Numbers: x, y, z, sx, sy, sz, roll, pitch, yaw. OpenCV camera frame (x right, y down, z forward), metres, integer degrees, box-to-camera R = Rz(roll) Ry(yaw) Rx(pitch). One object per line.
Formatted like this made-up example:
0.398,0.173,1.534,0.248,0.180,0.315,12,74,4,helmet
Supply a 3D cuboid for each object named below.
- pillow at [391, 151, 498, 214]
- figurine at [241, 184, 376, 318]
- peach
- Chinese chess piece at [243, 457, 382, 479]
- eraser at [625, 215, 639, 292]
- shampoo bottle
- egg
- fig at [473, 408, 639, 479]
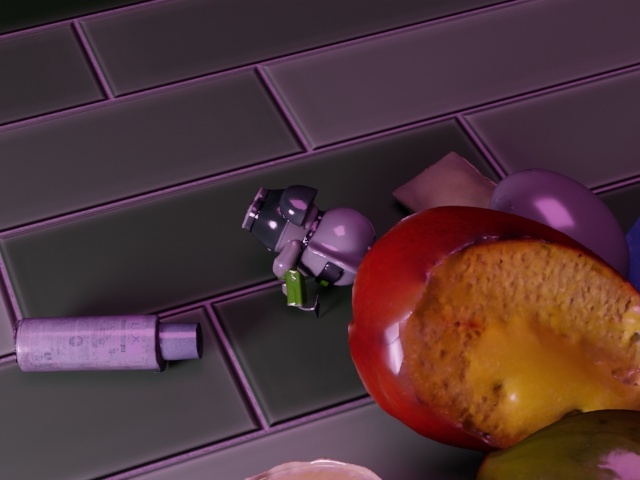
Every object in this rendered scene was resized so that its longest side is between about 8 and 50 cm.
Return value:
0.197,-0.038,1.904,0.119,0.053,0.208,-30,47,-27,pillow
0.000,0.000,1.824,0.192,0.126,0.147,22,36,2,figurine
0.203,0.106,1.601,0.338,0.281,0.281,19,46,20,peach
-0.017,0.331,1.429,0.257,0.104,0.257,-14,35,10,Chinese chess piece
0.451,0.079,1.708,0.042,0.144,0.312,12,32,-37,eraser
-0.246,0.120,1.735,0.214,0.072,0.072,-1,43,3,shampoo bottle
0.283,0.002,1.773,0.146,0.146,0.199,-32,85,-29,egg
0.268,0.250,1.474,0.225,0.203,0.203,20,47,15,fig
